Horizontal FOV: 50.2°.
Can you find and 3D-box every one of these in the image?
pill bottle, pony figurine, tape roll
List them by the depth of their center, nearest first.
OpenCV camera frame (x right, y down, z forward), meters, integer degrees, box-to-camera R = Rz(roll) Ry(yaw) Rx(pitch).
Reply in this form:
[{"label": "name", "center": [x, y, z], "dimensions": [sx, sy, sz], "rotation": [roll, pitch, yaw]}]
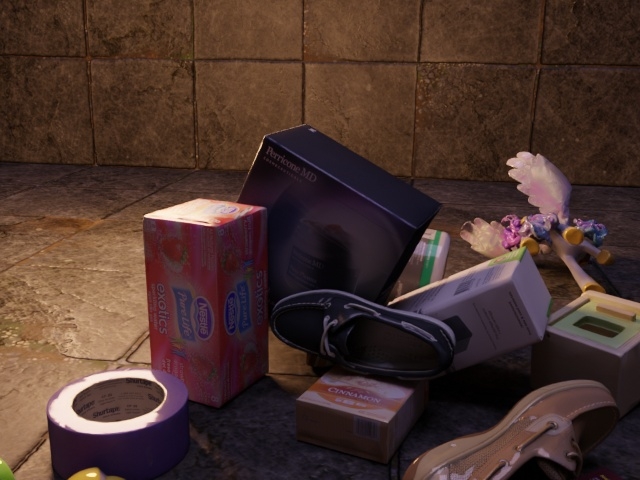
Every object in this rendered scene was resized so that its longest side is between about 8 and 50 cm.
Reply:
[{"label": "tape roll", "center": [-0.277, 0.254, 0.949], "dimensions": [0.188, 0.080, 0.189], "rotation": [1, 16, 0]}, {"label": "pill bottle", "center": [0.074, 0.050, 1.409], "dimensions": [0.360, 0.204, 0.204], "rotation": [11, 17, 12]}, {"label": "pony figurine", "center": [0.569, -0.017, 1.722], "dimensions": [0.351, 0.303, 0.363], "rotation": [35, 16, 2]}]

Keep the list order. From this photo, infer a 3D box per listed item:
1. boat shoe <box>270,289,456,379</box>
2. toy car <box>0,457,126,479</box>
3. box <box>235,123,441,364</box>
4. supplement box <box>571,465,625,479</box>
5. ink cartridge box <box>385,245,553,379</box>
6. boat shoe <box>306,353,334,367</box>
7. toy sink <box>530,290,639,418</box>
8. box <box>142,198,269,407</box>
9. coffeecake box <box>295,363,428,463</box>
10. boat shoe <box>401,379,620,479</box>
[{"label": "boat shoe", "center": [0.053, 0.144, 1.049], "dimensions": [0.302, 0.114, 0.091], "rotation": [3, 9, 18]}, {"label": "toy car", "center": [-0.368, 0.306, 0.802], "dimensions": [0.225, 0.053, 0.239], "rotation": [12, 19, 35]}, {"label": "box", "center": [0.000, 0.000, 1.193], "dimensions": [0.296, 0.294, 0.182], "rotation": [32, 24, 12]}, {"label": "supplement box", "center": [0.268, 0.331, 0.714], "dimensions": [0.239, 0.073, 0.130], "rotation": [-9, 19, -28]}, {"label": "ink cartridge box", "center": [0.233, 0.130, 1.151], "dimensions": [0.272, 0.115, 0.198], "rotation": [-26, 2, 27]}, {"label": "boat shoe", "center": [0.015, 0.182, 1.277], "dimensions": [0.072, 0.068, 0.190], "rotation": [13, 25, -3]}, {"label": "toy sink", "center": [0.483, 0.174, 1.143], "dimensions": [0.234, 0.131, 0.152], "rotation": [-19, 24, -36]}, {"label": "box", "center": [-0.182, 0.095, 1.113], "dimensions": [0.142, 0.300, 0.154], "rotation": [9, 17, 26]}, {"label": "coffeecake box", "center": [0.068, 0.244, 1.026], "dimensions": [0.142, 0.068, 0.185], "rotation": [7, 16, 25]}, {"label": "boat shoe", "center": [0.262, 0.279, 0.842], "dimensions": [0.341, 0.122, 0.110], "rotation": [-19, 27, -26]}]
